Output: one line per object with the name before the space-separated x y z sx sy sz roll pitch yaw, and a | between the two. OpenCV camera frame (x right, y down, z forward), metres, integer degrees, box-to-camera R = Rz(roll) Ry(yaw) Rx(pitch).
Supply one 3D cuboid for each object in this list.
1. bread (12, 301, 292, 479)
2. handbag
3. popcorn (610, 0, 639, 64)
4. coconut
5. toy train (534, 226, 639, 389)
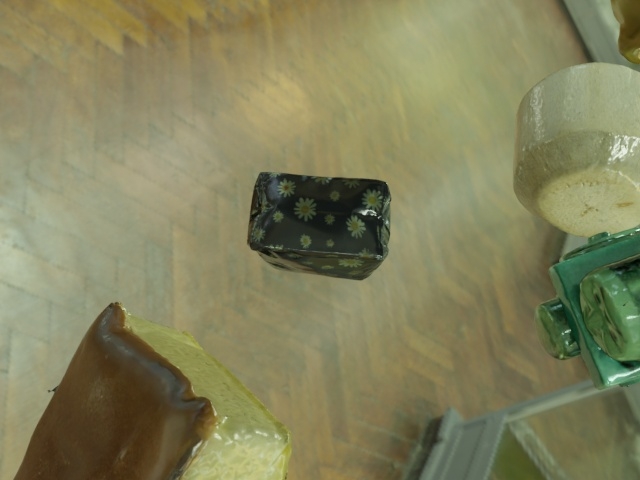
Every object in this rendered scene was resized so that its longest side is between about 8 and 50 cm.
bread | -0.198 0.258 0.906 0.143 0.324 0.333 26 -1 -31
handbag | 0.000 0.000 0.780 0.139 0.115 0.072 88 6 -70
popcorn | 0.372 -0.258 0.781 0.281 0.316 0.297 -40 131 -19
coconut | 0.411 -0.145 1.378 0.237 0.237 0.266 42 43 -37
toy train | 0.299 0.013 0.618 0.194 0.298 0.120 98 -27 -77
